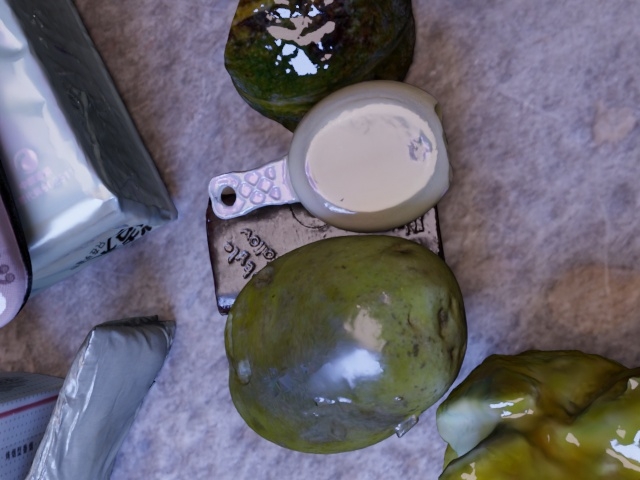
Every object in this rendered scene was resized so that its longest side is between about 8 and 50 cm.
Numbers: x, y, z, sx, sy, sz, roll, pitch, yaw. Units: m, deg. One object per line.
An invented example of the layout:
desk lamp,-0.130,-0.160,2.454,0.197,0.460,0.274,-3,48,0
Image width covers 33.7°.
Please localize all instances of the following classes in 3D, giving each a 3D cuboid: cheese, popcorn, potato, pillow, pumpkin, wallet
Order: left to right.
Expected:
pillow,-0.219,0.180,1.010,0.050,0.148,0.229,23,94,24
wallet,0.000,0.000,1.019,0.232,0.031,0.121,-8,90,13
cheese,0.007,-0.066,0.968,0.228,0.064,0.137,-14,91,10
potato,0.015,0.096,0.938,0.228,0.148,0.197,-4,117,31
pumpkin,0.023,-0.231,0.977,0.163,0.111,0.278,28,95,7
popcorn,0.222,0.193,0.867,0.277,0.225,0.276,-10,57,16

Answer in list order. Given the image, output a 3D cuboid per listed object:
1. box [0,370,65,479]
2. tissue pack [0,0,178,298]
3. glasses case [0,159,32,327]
box,-0.332,0.301,1.004,0.095,0.210,0.330,6,92,12
tissue pack,-0.397,-0.073,1.021,0.405,0.205,0.331,-28,84,12
glasses case,-0.332,-0.069,0.867,0.122,0.075,0.314,-19,91,12
